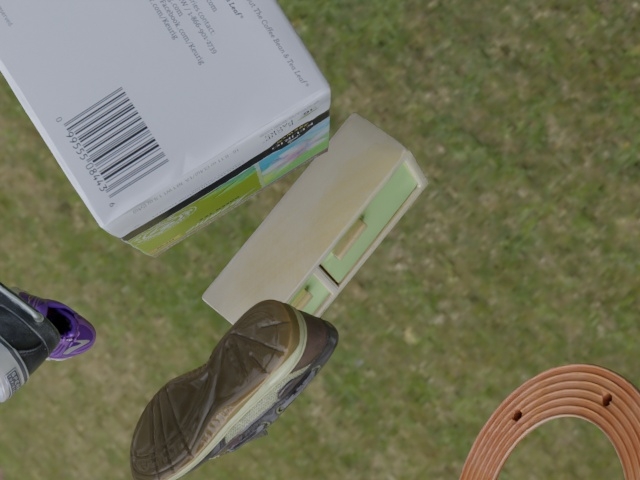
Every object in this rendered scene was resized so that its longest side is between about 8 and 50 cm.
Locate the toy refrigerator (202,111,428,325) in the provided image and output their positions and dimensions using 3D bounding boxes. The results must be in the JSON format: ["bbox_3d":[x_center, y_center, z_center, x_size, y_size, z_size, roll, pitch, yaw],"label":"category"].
[{"bbox_3d":[0.000,0.000,1.477,0.094,0.269,0.102,38,175,26],"label":"toy refrigerator"}]

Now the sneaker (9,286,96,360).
[{"bbox_3d":[-0.299,0.103,1.506,0.071,0.068,0.170,10,169,21],"label":"sneaker"}]

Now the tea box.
[{"bbox_3d":[-0.164,-0.184,1.179,0.329,0.220,0.323,58,178,5],"label":"tea box"}]

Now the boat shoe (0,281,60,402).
[{"bbox_3d":[-0.390,0.031,1.300,0.301,0.102,0.108,35,145,10],"label":"boat shoe"}]

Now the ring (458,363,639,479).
[{"bbox_3d":[0.250,0.293,1.382,0.032,0.336,0.337,19,158,-29],"label":"ring"}]

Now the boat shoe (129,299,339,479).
[{"bbox_3d":[-0.047,0.089,0.703,0.152,0.049,0.056,-42,48,34],"label":"boat shoe"}]
